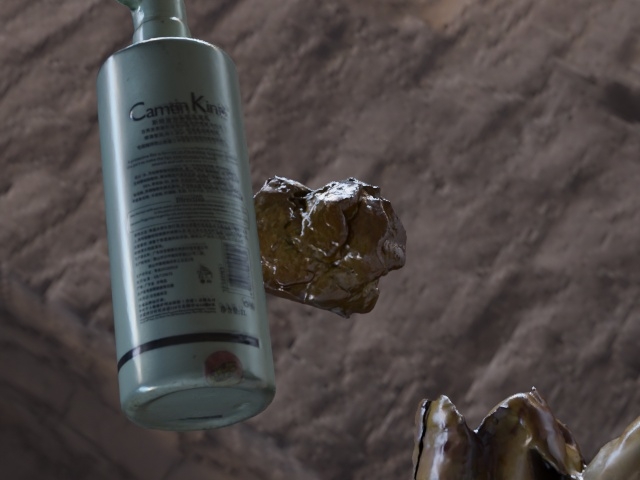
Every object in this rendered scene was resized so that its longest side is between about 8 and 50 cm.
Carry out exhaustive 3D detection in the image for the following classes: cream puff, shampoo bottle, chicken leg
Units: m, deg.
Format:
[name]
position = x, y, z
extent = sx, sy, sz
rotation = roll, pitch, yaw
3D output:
[cream puff]
position = 0.000, 0.000, 1.040
extent = 0.116, 0.122, 0.094
rotation = 17, -88, -23
[shampoo bottle]
position = -0.081, -0.028, 0.867
extent = 0.085, 0.085, 0.262
rotation = 58, -158, -64
[chicken leg]
position = 0.146, 0.253, 1.085
extent = 0.409, 0.295, 0.182
rotation = -46, -6, -10
